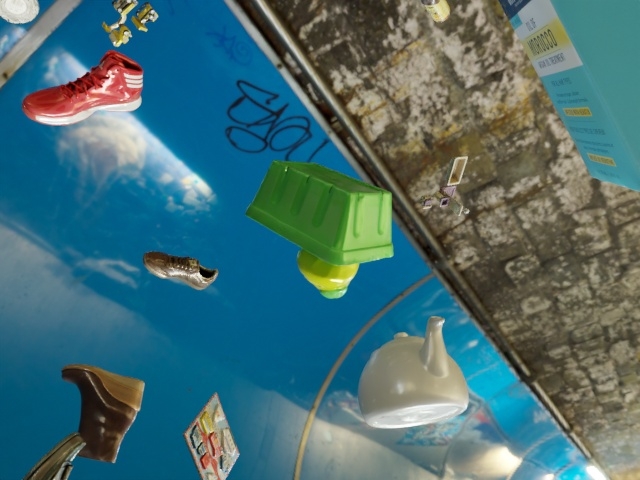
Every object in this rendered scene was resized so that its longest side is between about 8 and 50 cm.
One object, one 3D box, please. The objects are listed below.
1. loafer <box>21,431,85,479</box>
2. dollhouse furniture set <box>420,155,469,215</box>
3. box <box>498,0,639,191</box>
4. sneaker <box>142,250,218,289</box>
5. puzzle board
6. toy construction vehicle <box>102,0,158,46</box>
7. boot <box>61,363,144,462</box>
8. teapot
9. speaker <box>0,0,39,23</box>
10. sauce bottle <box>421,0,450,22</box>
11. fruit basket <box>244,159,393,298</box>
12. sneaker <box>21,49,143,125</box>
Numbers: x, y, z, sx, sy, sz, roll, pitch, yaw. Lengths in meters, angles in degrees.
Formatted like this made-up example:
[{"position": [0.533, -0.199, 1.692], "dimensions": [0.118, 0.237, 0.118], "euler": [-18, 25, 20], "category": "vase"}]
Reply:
[{"position": [-0.578, 0.524, 0.936], "dimensions": [0.084, 0.096, 0.268], "euler": [37, -119, 8], "category": "loafer"}, {"position": [0.272, -0.108, 0.951], "dimensions": [0.081, 0.090, 0.115], "euler": [-125, 32, -45], "category": "dollhouse furniture set"}, {"position": [0.172, -0.155, 0.308], "dimensions": [0.244, 0.060, 0.100], "euler": [58, -164, -7], "category": "box"}, {"position": [-0.331, 0.059, 1.110], "dimensions": [0.188, 0.071, 0.066], "euler": [31, -148, -47], "category": "sneaker"}, {"position": [-0.168, 0.324, 0.732], "dimensions": [0.096, 0.011, 0.128], "euler": [-50, -51, -63], "category": "puzzle board"}, {"position": [-0.348, -0.401, 0.843], "dimensions": [0.086, 0.098, 0.035], "euler": [51, -171, 18], "category": "toy construction vehicle"}, {"position": [-0.595, 0.438, 1.186], "dimensions": [0.090, 0.248, 0.207], "euler": [84, -161, -59], "category": "boot"}, {"position": [0.192, 0.299, 1.026], "dimensions": [0.252, 0.255, 0.187], "euler": [46, -151, -52], "category": "teapot"}, {"position": [-0.429, -0.362, 0.628], "dimensions": [0.136, 0.055, 0.055], "euler": [60, -161, 22], "category": "speaker"}, {"position": [0.221, -0.481, 0.918], "dimensions": [0.128, 0.042, 0.042], "euler": [9, -123, -56], "category": "sauce bottle"}, {"position": [0.000, 0.000, 1.241], "dimensions": [0.282, 0.392, 0.393], "euler": [-6, -110, -46], "category": "fruit basket"}, {"position": [-0.437, -0.297, 0.859], "dimensions": [0.221, 0.128, 0.087], "euler": [-31, -102, -40], "category": "sneaker"}]
